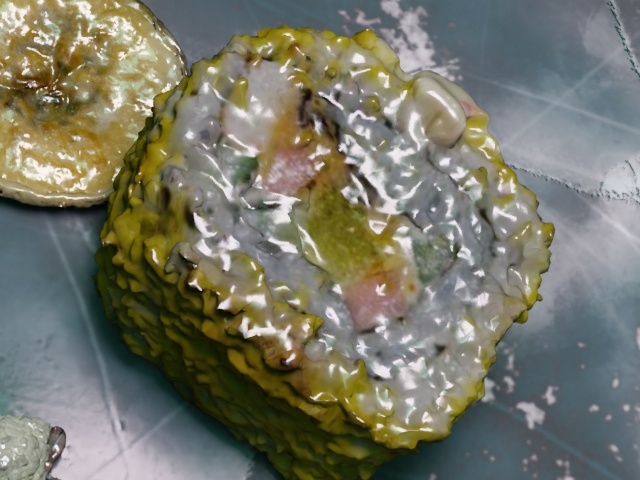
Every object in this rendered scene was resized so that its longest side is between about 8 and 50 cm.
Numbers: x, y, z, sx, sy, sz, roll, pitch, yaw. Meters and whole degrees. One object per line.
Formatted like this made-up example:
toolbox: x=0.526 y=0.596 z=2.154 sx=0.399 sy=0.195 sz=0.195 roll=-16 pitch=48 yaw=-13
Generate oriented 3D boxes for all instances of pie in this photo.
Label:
pie: x=-0.260 y=-0.156 z=1.904 sx=0.274 sy=0.055 sz=0.274 roll=4 pitch=68 yaw=-11

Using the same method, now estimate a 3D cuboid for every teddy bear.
teddy bear: x=-0.326 y=0.176 z=1.729 sx=0.213 sy=0.111 sz=0.133 roll=11 pitch=71 yaw=-7

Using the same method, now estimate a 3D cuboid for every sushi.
sushi: x=0.000 y=0.000 z=1.798 sx=0.396 sy=0.240 sz=0.351 roll=40 pitch=65 yaw=-2
